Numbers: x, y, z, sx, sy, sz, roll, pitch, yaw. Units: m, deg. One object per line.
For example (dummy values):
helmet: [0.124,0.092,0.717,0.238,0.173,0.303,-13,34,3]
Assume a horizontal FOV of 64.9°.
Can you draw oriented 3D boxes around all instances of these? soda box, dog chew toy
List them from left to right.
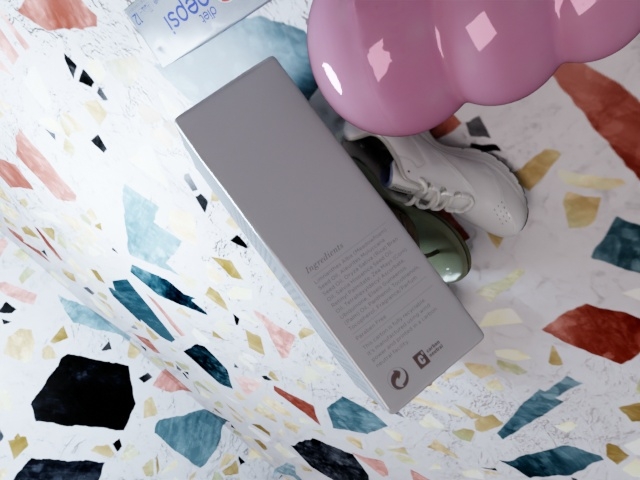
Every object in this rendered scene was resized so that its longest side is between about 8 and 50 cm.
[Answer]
soda box: [-0.140,-0.340,0.682,0.286,0.091,0.098,-10,123,42]
dog chew toy: [0.154,-0.223,0.508,0.331,0.207,0.207,-5,128,30]

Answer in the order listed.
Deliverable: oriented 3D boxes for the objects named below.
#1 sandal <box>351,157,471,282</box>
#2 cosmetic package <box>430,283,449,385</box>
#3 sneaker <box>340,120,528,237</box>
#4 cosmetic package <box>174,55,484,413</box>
sandal: [0.110,-0.023,0.830,0.303,0.086,0.120,37,143,-2]
cosmetic package: [0.169,0.183,0.960,0.127,0.107,0.238,-1,140,-2]
sneaker: [0.150,-0.086,0.700,0.297,0.129,0.111,33,140,2]
cosmetic package: [0.000,0.000,0.728,0.453,0.161,0.230,53,170,1]
